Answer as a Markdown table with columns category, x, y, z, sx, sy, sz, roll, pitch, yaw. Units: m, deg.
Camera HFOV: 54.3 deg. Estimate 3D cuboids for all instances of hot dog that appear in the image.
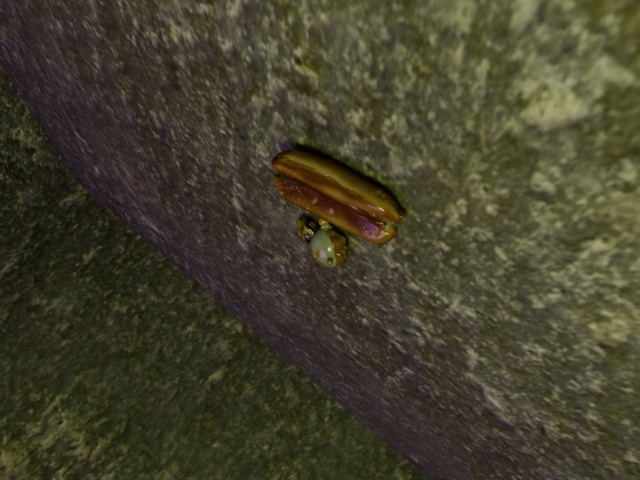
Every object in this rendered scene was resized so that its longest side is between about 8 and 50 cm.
| category | x | y | z | sx | sy | sz | roll | pitch | yaw |
| --- | --- | --- | --- | --- | --- | --- | --- | --- | --- |
| hot dog | 0.023 | -0.077 | 0.971 | 0.250 | 0.068 | 0.100 | 29 | 142 | 29 |

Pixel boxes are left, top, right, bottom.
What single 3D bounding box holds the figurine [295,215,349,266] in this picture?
| category | x | y | z | sx | sy | sz | roll | pitch | yaw |
| --- | --- | --- | --- | --- | --- | --- | --- | --- | --- |
| figurine | -0.002 | -0.004 | 1.175 | 0.143 | 0.068 | 0.101 | 53 | 158 | 26 |
